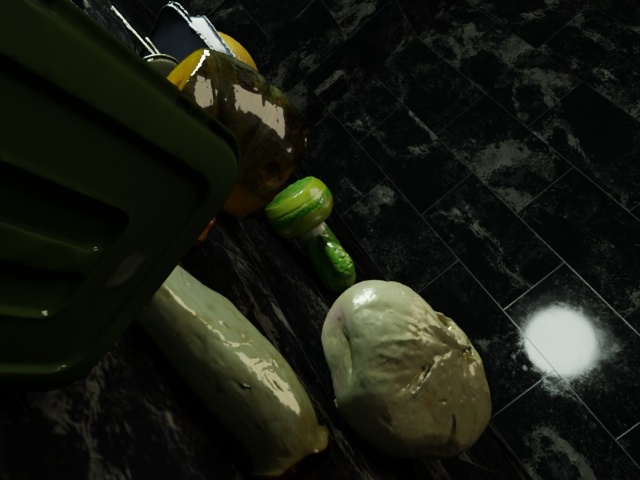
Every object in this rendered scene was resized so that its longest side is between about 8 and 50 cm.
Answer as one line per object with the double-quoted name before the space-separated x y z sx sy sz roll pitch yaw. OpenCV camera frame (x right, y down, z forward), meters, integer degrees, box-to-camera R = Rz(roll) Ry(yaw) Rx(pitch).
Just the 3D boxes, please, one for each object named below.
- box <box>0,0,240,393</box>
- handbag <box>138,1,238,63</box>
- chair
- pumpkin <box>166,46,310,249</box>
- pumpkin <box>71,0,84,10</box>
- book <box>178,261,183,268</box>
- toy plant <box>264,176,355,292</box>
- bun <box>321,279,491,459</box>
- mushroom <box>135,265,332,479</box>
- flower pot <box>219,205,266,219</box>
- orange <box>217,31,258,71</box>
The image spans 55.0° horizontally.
"box" -0.231 -0.046 0.371 0.178 0.252 0.329 39 2 26
"handbag" -0.275 -0.302 1.310 0.118 0.269 0.325 1 49 -53
"chair" -0.333 -0.284 1.190 0.325 0.170 0.160 46 4 25
"pumpkin" -0.173 -0.153 0.975 0.225 0.303 0.256 44 43 -26
"pumpkin" -0.379 -0.317 0.657 0.296 0.296 0.296 48 8 -9
"book" -0.233 -0.076 0.768 0.217 0.021 0.310 -120 -168 -52
"toy plant" 0.000 0.000 1.647 0.315 0.185 0.224 58 -13 -18
"bun" 0.167 0.223 1.110 0.361 0.213 0.361 36 30 -25
"mushroom" -0.113 0.125 0.684 0.333 0.087 0.107 49 35 11
"flower pot" -0.179 -0.088 1.330 0.111 0.111 0.089 49 23 -4
"orange" -0.279 -0.382 1.535 0.274 0.274 0.274 48 8 -9
